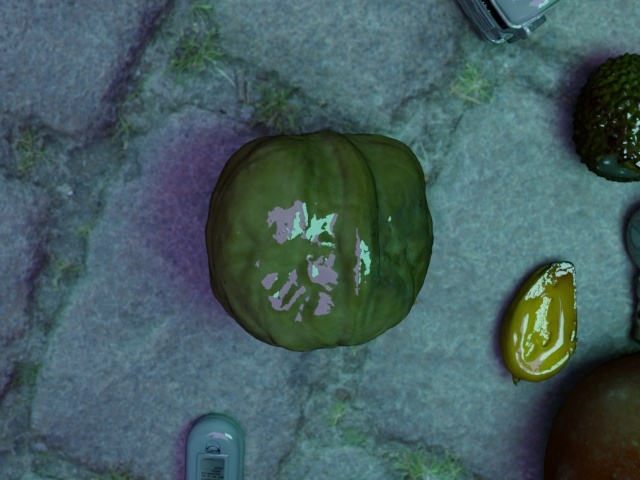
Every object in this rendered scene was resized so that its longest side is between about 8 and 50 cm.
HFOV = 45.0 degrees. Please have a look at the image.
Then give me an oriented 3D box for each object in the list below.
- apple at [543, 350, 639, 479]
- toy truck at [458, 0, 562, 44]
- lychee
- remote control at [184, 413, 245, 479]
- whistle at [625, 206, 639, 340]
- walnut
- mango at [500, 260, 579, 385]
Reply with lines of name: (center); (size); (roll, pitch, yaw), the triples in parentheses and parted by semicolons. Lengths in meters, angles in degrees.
apple: (0.457, 0.306, 0.990); (0.348, 0.277, 0.349); (0, 97, -1)
toy truck: (0.334, -0.394, 0.941); (0.363, 0.178, 0.177); (-33, 97, 9)
lychee: (0.402, -0.156, 0.986); (0.171, 0.171, 0.171); (0, 99, 2)
remote control: (-0.157, 0.375, 1.133); (0.087, 0.047, 0.244); (2, 100, -2)
whistle: (0.460, 0.038, 1.045); (0.057, 0.107, 0.220); (-10, 113, -23)
walnut: (0.002, 0.000, 0.967); (0.281, 0.253, 0.277); (4, 100, 2)
mango: (0.306, 0.116, 1.073); (0.101, 0.066, 0.188); (15, 94, 7)
